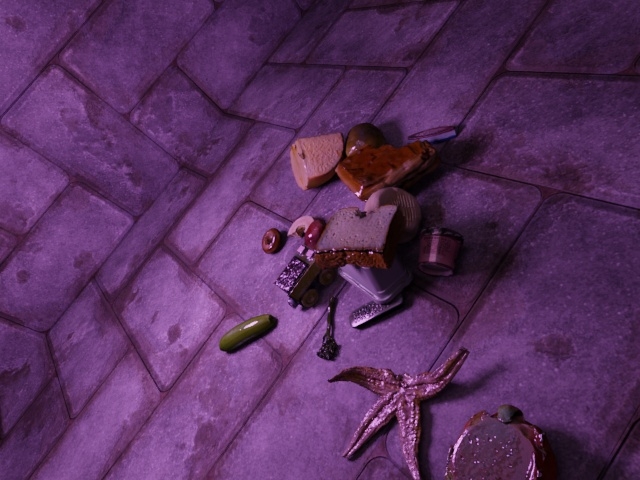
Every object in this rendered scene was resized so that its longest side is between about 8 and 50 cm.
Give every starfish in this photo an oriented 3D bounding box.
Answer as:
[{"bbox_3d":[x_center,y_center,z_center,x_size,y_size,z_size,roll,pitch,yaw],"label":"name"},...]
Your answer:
[{"bbox_3d":[0.218,0.484,1.356,0.399,0.132,0.383,4,68,27],"label":"starfish"}]

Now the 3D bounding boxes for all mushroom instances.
[{"bbox_3d":[-0.231,0.003,2.153,0.126,0.085,0.109,-63,12,3],"label":"mushroom"}]

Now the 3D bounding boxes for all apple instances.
[{"bbox_3d":[-0.033,-0.394,2.180,0.313,0.252,0.309,-58,6,-7],"label":"apple"}]

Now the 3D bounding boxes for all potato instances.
[{"bbox_3d":[0.205,-0.438,2.078,0.197,0.148,0.228,10,56,13],"label":"potato"}]

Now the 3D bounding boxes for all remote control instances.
[{"bbox_3d":[0.197,0.248,1.621,0.222,0.042,0.072,-29,42,22],"label":"remote control"}]

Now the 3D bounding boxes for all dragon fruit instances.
[{"bbox_3d":[0.435,0.553,1.108,0.269,0.130,0.295,22,74,47],"label":"dragon fruit"}]

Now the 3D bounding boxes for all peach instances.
[{"bbox_3d":[0.000,0.000,1.919,0.152,0.152,0.151,-23,46,26],"label":"peach"}]

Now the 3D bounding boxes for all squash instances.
[{"bbox_3d":[-0.320,0.386,1.925,0.293,0.082,0.082,-32,43,17],"label":"squash"}]

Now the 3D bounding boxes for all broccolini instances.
[{"bbox_3d":[0.029,0.320,1.703,0.072,0.057,0.254,8,58,-5],"label":"broccolini"}]

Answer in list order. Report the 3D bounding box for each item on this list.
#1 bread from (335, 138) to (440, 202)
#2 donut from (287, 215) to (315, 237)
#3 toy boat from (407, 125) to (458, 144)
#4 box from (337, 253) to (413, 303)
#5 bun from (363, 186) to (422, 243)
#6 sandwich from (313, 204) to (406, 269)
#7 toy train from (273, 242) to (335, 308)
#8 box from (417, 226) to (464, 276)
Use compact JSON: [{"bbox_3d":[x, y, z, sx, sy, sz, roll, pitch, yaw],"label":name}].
[{"bbox_3d":[0.279,-0.286,1.870,0.370,0.191,0.314,-31,36,1],"label":"bread"},{"bbox_3d":[-0.066,-0.057,2.071,0.166,0.065,0.108,-3,57,40],"label":"donut"},{"bbox_3d":[0.469,-0.446,1.941,0.229,0.046,0.080,-4,61,36],"label":"toy boat"},{"bbox_3d":[0.166,0.065,1.652,0.175,0.182,0.312,-40,37,-11],"label":"box"},{"bbox_3d":[0.267,-0.083,1.716,0.145,0.230,0.229,119,166,-59],"label":"bun"},{"bbox_3d":[0.135,-0.017,1.536,0.274,0.095,0.248,-2,45,34],"label":"sandwich"},{"bbox_3d":[-0.061,0.146,1.820,0.260,0.177,0.134,-54,41,-6],"label":"toy train"},{"bbox_3d":[0.398,0.044,1.539,0.151,0.151,0.135,-2,67,40],"label":"box"}]
